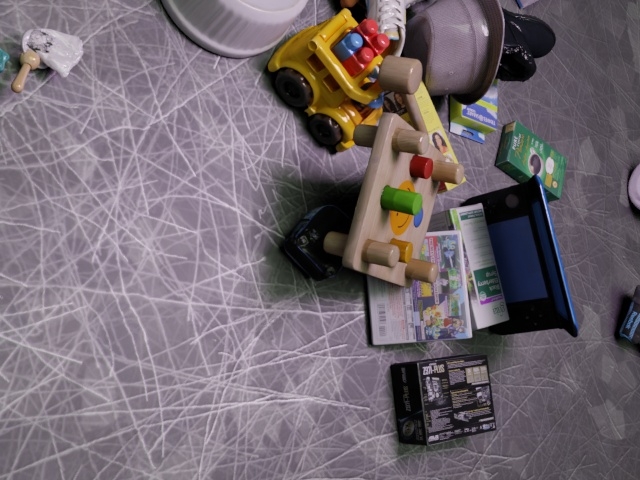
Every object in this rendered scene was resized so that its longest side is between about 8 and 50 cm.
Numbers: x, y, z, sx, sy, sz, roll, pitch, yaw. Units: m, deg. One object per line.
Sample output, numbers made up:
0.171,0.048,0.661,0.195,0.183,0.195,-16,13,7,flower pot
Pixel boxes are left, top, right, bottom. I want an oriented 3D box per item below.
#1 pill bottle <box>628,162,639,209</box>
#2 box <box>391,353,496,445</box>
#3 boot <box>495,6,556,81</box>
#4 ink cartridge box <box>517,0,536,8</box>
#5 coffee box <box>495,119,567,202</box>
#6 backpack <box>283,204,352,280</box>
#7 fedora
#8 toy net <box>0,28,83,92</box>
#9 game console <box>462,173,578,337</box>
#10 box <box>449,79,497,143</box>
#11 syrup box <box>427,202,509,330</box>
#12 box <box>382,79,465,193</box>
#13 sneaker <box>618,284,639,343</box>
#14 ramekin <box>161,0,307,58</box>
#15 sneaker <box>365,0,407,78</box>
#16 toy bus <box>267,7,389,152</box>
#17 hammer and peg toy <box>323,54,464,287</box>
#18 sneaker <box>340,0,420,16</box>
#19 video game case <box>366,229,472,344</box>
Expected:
0.936,-0.119,1.879,0.271,0.152,0.152,12,74,-32,pill bottle
0.231,0.293,1.362,0.180,0.077,0.148,-1,81,-34,box
0.429,-0.412,1.588,0.246,0.094,0.207,17,45,-24,boot
0.575,-0.715,1.729,0.270,0.197,0.198,-35,99,-34,ink cartridge box
0.478,-0.177,1.648,0.184,0.040,0.113,28,66,-27,coffee box
0.000,0.000,1.262,0.105,0.084,0.114,45,63,-16,backpack
0.239,-0.382,1.420,0.124,0.275,0.244,-16,71,-12,fedora
-0.454,-0.259,1.037,0.232,0.045,0.122,-31,96,-36,toy net
0.370,0.040,1.385,0.173,0.250,0.293,-9,85,-48,game console
0.330,-0.309,1.576,0.109,0.042,0.178,13,73,-31,box
0.283,0.056,1.435,0.093,0.096,0.237,-10,85,-34,syrup box
0.197,-0.204,1.439,0.058,0.087,0.232,-28,98,-32,box
0.848,0.224,1.791,0.340,0.125,0.140,27,94,-30,sneaker
-0.135,-0.459,1.240,0.272,0.127,0.273,7,77,-32,ramekin
0.127,-0.417,1.366,0.087,0.092,0.229,-2,114,-18,sneaker
0.053,-0.290,1.283,0.220,0.211,0.149,50,56,-17,toy bus
0.149,-0.107,1.234,0.266,0.127,0.362,23,82,-60,hammer and peg toy
0.150,-0.492,1.471,0.290,0.106,0.123,-4,101,-32,sneaker
0.178,0.086,1.348,0.183,0.023,0.202,-4,81,-2,video game case
